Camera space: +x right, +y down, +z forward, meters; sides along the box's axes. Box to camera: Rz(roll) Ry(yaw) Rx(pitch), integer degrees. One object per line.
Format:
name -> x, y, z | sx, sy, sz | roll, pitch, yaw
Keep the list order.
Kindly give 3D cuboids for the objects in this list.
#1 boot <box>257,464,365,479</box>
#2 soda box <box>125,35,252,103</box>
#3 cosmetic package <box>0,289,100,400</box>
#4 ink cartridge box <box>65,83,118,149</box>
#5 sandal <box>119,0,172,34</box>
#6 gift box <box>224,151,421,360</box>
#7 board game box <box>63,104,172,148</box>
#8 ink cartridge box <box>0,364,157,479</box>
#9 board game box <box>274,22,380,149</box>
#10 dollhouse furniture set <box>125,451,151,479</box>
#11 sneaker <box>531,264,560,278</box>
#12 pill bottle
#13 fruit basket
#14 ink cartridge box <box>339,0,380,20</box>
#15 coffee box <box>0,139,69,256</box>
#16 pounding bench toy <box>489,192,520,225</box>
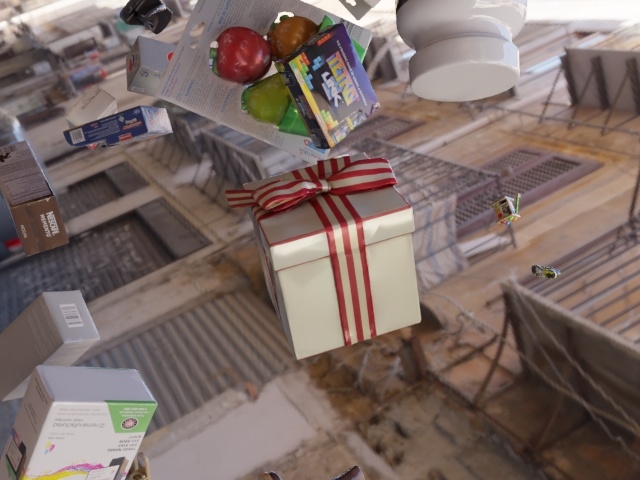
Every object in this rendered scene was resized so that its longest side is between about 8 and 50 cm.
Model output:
boot -> -0.007, 0.523, 1.601 | 0.090, 0.207, 0.248 | 11, -50, 56
soda box -> -0.305, -0.382, 1.821 | 0.091, 0.286, 0.098 | -42, -131, 46
cosmetic package -> -0.582, 0.218, 1.611 | 0.107, 0.238, 0.127 | 0, 57, -57
ink cartridge box -> -0.542, -0.293, 1.856 | 0.063, 0.109, 0.150 | 37, -14, -4
sandal -> -0.410, -0.552, 1.898 | 0.054, 0.097, 0.254 | 41, 12, 2
gift box -> 0.000, 0.000, 1.280 | 0.276, 0.255, 0.258 | -128, -156, -55
board game box -> -0.413, -0.240, 1.673 | 0.194, 0.194, 0.060 | -32, 108, -70
ink cartridge box -> -0.449, 0.374, 1.410 | 0.117, 0.201, 0.278 | 41, -68, 46
board game box -> 0.016, -0.267, 1.351 | 0.048, 0.141, 0.170 | 11, -43, 52
dollhouse furniture set -> -0.421, 0.489, 1.558 | 0.144, 0.151, 0.123 | 27, -51, 32
sneaker -> 0.588, 0.083, 2.029 | 0.083, 0.035, 0.031 | 25, -66, 53
pill bottle -> 0.222, -0.424, 1.251 | 0.210, 0.210, 0.363 | 138, -49, -74
fruit basket -> -0.105, -0.348, 1.552 | 0.353, 0.327, 0.165 | 20, -18, -3
ink cartridge box -> 0.099, -0.525, 1.490 | 0.104, 0.180, 0.060 | 51, 15, 17
coffee box -> -0.796, -0.118, 2.106 | 0.297, 0.118, 0.168 | 49, -30, 41
pounding bench toy -> 0.517, -0.085, 2.119 | 0.083, 0.052, 0.065 | -32, -115, 32
